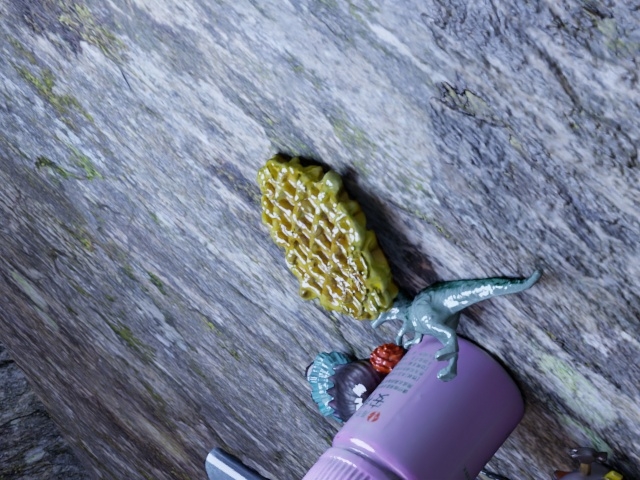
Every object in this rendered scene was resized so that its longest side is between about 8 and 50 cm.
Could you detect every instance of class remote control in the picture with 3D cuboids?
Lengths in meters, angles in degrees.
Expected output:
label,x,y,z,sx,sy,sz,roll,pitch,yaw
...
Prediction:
label,x,y,z,sx,sy,sz,roll,pitch,yaw
remote control,0.009,0.381,1.597,0.377,0.044,0.107,28,147,30

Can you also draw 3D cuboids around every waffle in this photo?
label,x,y,z,sx,sy,sz,roll,pitch,yaw
waffle,0.000,0.000,1.660,0.243,0.058,0.238,9,129,54

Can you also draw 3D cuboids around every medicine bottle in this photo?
label,x,y,z,sx,sy,sz,roll,pitch,yaw
medicine bottle,0.119,0.276,1.671,0.178,0.291,0.178,35,155,19

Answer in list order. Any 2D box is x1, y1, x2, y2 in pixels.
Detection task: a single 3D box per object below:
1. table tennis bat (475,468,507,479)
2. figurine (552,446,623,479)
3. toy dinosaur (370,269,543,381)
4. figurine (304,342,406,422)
label,x,y,z,sx,sy,sz,roll,pitch,yaw
table tennis bat,0.268,0.382,1.935,0.220,0.019,0.130,42,156,0
figurine,0.366,0.363,1.662,0.137,0.112,0.229,1,142,50
toy dinosaur,0.169,0.111,1.561,0.383,0.076,0.129,-8,83,57
figurine,0.052,0.217,1.908,0.245,0.110,0.138,1,109,62
